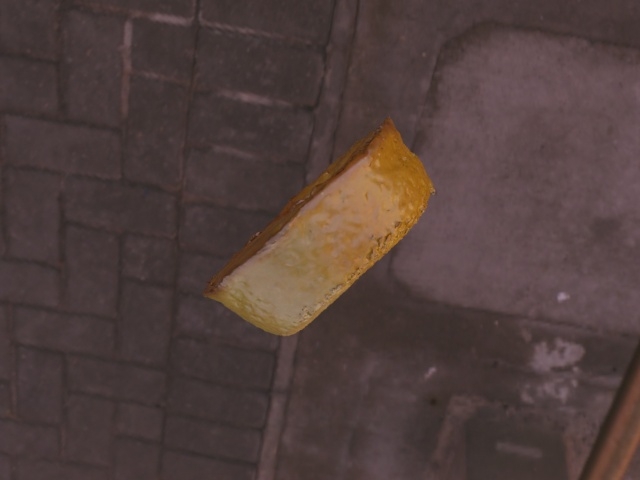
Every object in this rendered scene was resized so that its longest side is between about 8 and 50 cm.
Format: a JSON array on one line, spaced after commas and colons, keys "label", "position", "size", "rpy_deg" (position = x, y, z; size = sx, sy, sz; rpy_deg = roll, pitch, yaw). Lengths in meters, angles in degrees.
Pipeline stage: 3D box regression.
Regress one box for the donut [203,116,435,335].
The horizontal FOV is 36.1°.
[{"label": "donut", "position": [0.000, 0.000, 0.391], "size": [0.097, 0.108, 0.043], "rpy_deg": [-45, 92, -7]}]
